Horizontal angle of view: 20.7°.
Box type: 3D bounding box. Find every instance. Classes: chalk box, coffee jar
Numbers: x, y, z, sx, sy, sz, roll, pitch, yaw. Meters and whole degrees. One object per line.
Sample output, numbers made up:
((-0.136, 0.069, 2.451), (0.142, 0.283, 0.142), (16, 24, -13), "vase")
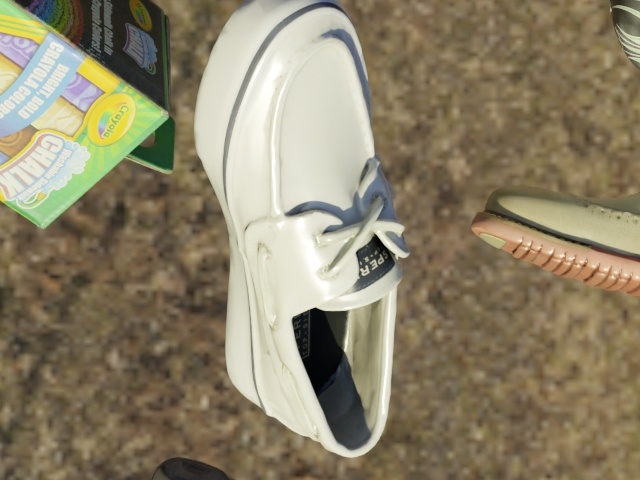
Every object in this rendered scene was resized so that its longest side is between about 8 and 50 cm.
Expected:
((-0.253, -0.152, 1.587), (0.289, 0.179, 0.180), (38, 28, -29), "chalk box")
((-0.116, 0.288, 1.860), (0.184, 0.096, 0.079), (55, 51, -65), "coffee jar")

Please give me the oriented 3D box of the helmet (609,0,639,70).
((0.338, -0.205, 1.514), (0.161, 0.169, 0.169), (-96, 171, -57), "helmet")

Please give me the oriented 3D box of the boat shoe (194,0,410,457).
((0.000, 0.000, 0.858), (0.096, 0.088, 0.267), (-26, 136, -33), "boat shoe")

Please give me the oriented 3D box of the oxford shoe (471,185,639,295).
((0.333, -0.018, 1.528), (0.140, 0.397, 0.146), (130, -31, -87), "oxford shoe")
